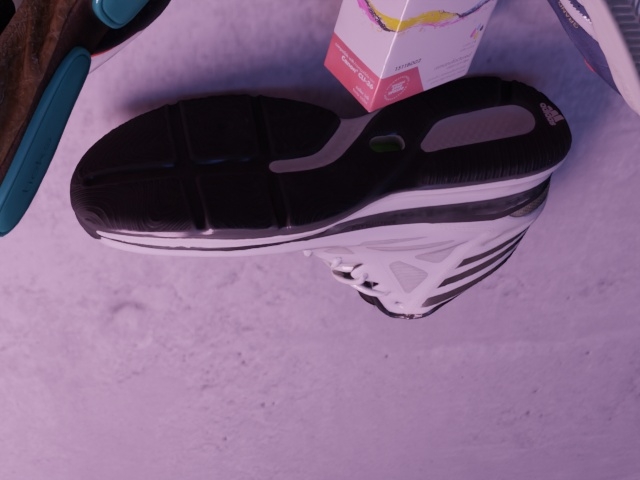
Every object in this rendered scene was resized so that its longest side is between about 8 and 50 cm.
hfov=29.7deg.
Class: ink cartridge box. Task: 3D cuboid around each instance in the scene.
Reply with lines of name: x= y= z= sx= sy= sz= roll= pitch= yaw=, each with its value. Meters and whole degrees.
ink cartridge box: x=0.086 y=-0.205 z=0.939 sx=0.115 sy=0.067 sz=0.198 roll=-25 pitch=151 yaw=-31

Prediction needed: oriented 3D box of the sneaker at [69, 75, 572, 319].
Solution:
sneaker: x=0.001 y=0.001 z=1.130 sx=0.447 sy=0.169 sz=0.257 roll=-6 pitch=140 yaw=-10

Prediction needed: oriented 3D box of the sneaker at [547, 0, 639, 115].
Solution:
sneaker: x=0.206 y=-0.241 z=0.897 sx=0.131 sy=0.148 sz=0.350 roll=-32 pitch=134 yaw=-5

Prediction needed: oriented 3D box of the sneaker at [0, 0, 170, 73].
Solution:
sneaker: x=-0.237 y=-0.144 z=0.961 sx=0.270 sy=0.145 sz=0.090 roll=-40 pitch=98 yaw=-9

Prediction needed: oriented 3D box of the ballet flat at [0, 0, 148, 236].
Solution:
ballet flat: x=-0.193 y=-0.168 z=0.850 sx=0.124 sy=0.342 sz=0.116 roll=32 pitch=180 yaw=3
